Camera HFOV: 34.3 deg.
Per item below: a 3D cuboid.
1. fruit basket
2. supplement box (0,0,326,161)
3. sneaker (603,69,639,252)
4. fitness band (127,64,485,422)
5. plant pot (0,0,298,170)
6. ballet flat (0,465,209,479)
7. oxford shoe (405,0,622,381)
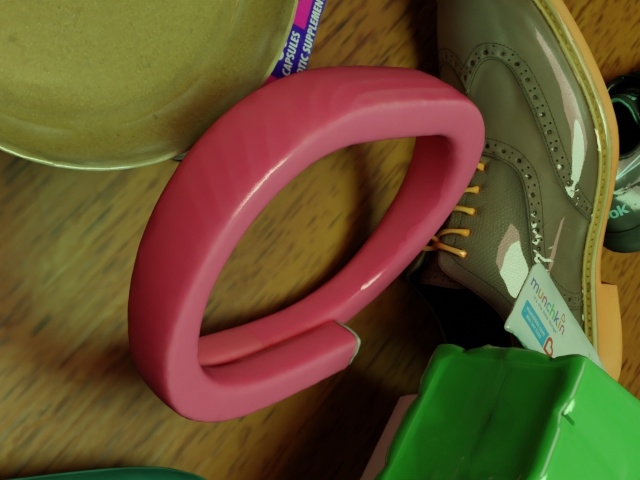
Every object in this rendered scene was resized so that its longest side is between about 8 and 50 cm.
[{"bbox_3d":[0.144,0.245,0.680,0.327,0.165,0.353,-60,138,-30],"label":"fruit basket"},{"bbox_3d":[-0.119,-0.129,0.552,0.220,0.114,0.111,20,79,-36],"label":"supplement box"},{"bbox_3d":[0.308,-0.115,0.908,0.106,0.101,0.267,49,62,-26],"label":"sneaker"},{"bbox_3d":[0.000,0.000,0.599,0.291,0.054,0.209,-16,137,-56],"label":"fitness band"},{"bbox_3d":[-0.110,-0.149,0.467,0.236,0.032,0.236,-1,92,-38],"label":"plant pot"},{"bbox_3d":[-0.208,0.172,0.486,0.400,0.139,0.139,15,81,-39],"label":"ballet flat"},{"bbox_3d":[0.129,-0.026,0.749,0.133,0.130,0.363,-19,103,-31],"label":"oxford shoe"}]
